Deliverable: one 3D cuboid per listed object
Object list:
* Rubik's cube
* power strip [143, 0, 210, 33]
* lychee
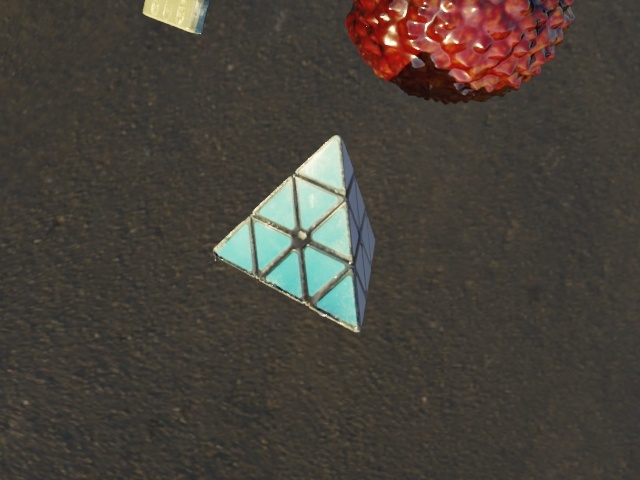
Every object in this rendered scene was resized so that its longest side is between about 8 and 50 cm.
[{"bbox_3d":[-0.002,0.002,1.536,0.229,0.228,0.233,42,69,-14],"label":"Rubik's cube"},{"bbox_3d":[-0.225,-0.361,1.419,0.032,0.123,0.056,1,111,-51],"label":"power strip"},{"bbox_3d":[0.231,-0.473,1.739,0.499,0.425,0.425,18,73,4],"label":"lychee"}]
